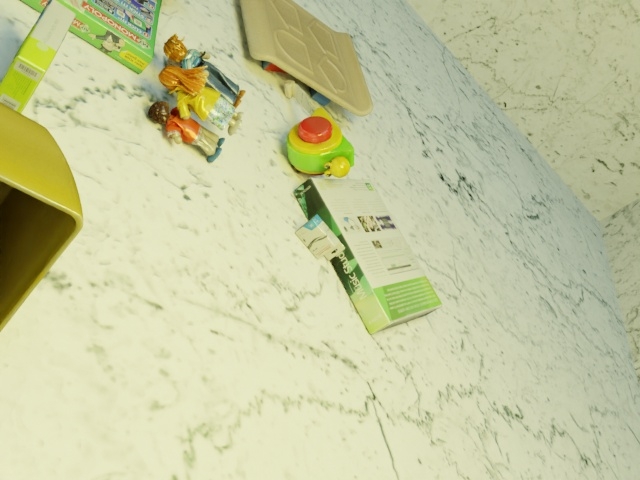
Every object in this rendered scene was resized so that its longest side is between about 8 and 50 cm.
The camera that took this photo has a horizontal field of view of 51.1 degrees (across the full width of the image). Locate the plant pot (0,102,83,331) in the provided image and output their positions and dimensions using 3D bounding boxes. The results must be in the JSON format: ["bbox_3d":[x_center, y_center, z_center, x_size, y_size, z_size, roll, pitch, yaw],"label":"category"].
[{"bbox_3d":[-0.372,-0.049,0.655,0.212,0.212,0.187,31,24,-31],"label":"plant pot"}]

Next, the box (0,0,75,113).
[{"bbox_3d":[-0.389,-0.249,0.911,0.042,0.109,0.178,30,37,-27],"label":"box"}]

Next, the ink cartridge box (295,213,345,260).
[{"bbox_3d":[0.000,0.000,1.237,0.083,0.048,0.028,49,31,-5],"label":"ink cartridge box"}]

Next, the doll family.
[{"bbox_3d":[-0.210,-0.274,1.168,0.163,0.118,0.263,34,35,-28],"label":"doll family"}]

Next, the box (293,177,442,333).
[{"bbox_3d":[0.100,0.020,1.347,0.232,0.058,0.322,-5,62,-55],"label":"box"}]

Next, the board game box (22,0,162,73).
[{"bbox_3d":[-0.420,-0.439,1.127,0.317,0.046,0.213,30,38,-33],"label":"board game box"}]

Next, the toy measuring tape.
[{"bbox_3d":[-0.039,-0.230,1.391,0.121,0.121,0.330,18,28,-44],"label":"toy measuring tape"}]

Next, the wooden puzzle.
[{"bbox_3d":[-0.048,-0.461,1.628,0.348,0.080,0.322,19,44,-37],"label":"wooden puzzle"}]
